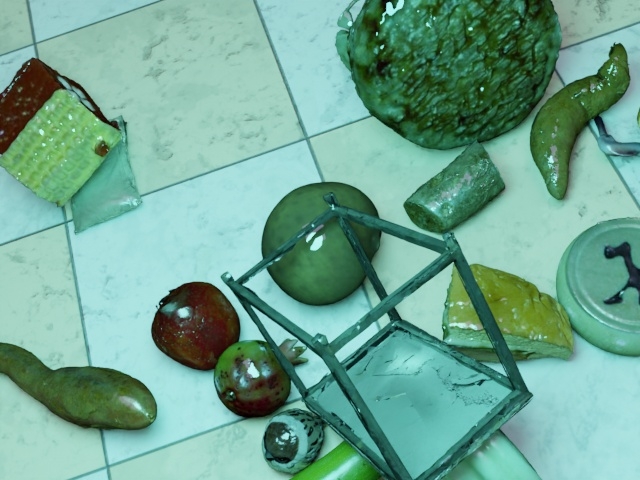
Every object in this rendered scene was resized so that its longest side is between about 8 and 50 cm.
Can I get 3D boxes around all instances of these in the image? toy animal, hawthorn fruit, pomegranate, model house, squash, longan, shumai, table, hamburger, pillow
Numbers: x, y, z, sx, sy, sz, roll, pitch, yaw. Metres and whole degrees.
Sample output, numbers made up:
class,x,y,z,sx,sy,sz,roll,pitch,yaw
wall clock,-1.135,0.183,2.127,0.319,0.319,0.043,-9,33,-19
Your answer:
class,x,y,z,sx,sy,sz,roll,pitch,yaw
toy animal,-0.032,0.299,1.265,0.137,0.098,0.098,-37,62,-18
hawthorn fruit,-0.200,0.150,1.362,0.172,0.148,0.148,40,73,-2
pomegranate,-0.093,0.222,1.313,0.159,0.129,0.129,2,53,-35
model house,-0.500,-0.192,1.529,0.196,0.160,0.254,-50,54,3
squash,0.030,0.356,1.228,0.292,0.082,0.082,-34,62,-11
longan,0.000,0.000,1.367,0.196,0.196,0.220,21,72,20
toy animal,0.607,-0.121,1.387,0.324,0.090,0.195,16,41,23
shumai,0.211,-0.382,1.475,0.395,0.395,0.348,-20,40,-1
table,0.066,0.126,1.123,0.222,0.272,0.335,-37,25,-15
hamburger,0.297,0.114,1.279,0.207,0.135,0.155,6,68,18
pillow,-0.435,-0.134,1.598,0.148,0.050,0.230,-23,58,8

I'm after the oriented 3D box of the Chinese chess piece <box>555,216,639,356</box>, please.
class,x,y,z,sx,sy,sz,roll,pitch,yaw
Chinese chess piece,0.494,0.069,1.301,0.237,0.092,0.238,-5,60,8

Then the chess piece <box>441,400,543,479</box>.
class,x,y,z,sx,sy,sz,roll,pitch,yaw
chess piece,0.150,0.379,1.151,0.299,0.194,0.194,-42,63,-3

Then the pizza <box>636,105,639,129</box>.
class,x,y,z,sx,sy,sz,roll,pitch,yaw
pizza,0.679,-0.215,1.375,0.289,0.081,0.228,-22,27,-35

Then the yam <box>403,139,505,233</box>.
class,x,y,z,sx,sy,sz,roll,pitch,yaw
yam,0.242,-0.087,1.426,0.183,0.107,0.107,-38,62,-7

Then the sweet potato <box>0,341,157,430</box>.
class,x,y,z,sx,sy,sz,roll,pitch,yaw
sweet potato,-0.419,0.249,1.358,0.385,0.109,0.109,10,63,28

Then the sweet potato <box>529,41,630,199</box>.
class,x,y,z,sx,sy,sz,roll,pitch,yaw
sweet potato,0.453,-0.222,1.459,0.124,0.098,0.310,23,77,53
